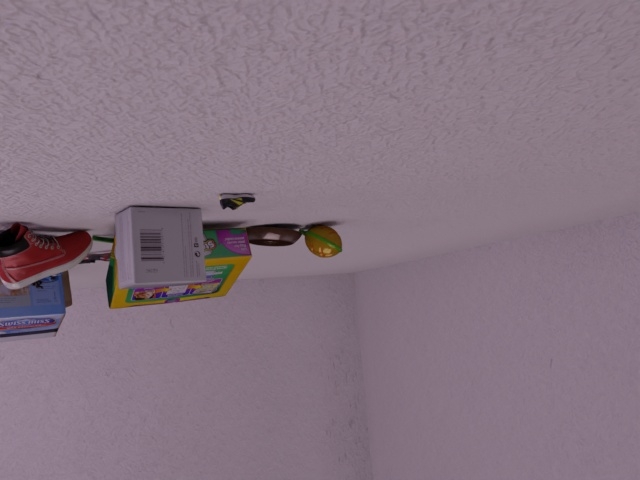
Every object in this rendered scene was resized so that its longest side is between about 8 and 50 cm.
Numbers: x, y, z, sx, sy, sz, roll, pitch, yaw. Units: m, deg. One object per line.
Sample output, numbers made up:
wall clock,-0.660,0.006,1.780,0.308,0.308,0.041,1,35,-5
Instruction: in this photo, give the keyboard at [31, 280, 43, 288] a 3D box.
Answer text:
keyboard,-0.908,0.082,1.767,0.202,0.033,0.317,34,165,-22

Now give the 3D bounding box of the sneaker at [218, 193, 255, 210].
sneaker,-0.185,-0.084,1.333,0.083,0.035,0.031,-2,173,-23

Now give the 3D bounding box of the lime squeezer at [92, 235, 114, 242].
lime squeezer,-0.493,0.002,1.741,0.311,0.058,0.110,-5,173,8

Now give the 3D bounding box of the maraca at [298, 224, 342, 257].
maraca,0.000,0.000,1.909,0.127,0.099,0.186,34,173,-27

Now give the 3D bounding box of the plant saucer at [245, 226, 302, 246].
plant saucer,-0.157,-0.008,1.883,0.199,0.036,0.198,2,171,0

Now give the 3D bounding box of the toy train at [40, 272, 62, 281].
toy train,-0.845,0.075,1.879,0.080,0.105,0.184,0,172,-35

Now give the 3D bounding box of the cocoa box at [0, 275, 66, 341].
cocoa box,-1.059,0.196,2.008,0.347,0.231,0.228,0,152,-34

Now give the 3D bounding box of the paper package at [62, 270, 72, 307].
paper package,-1.213,0.230,2.389,0.310,0.168,0.325,-8,-175,18

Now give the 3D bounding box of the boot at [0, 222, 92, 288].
boot,-0.692,0.004,1.515,0.244,0.088,0.176,-33,151,-38

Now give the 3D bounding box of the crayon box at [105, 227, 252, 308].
crayon box,-0.421,0.081,1.753,0.363,0.106,0.313,-4,155,-27

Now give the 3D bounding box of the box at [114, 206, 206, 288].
box,-0.381,0.019,1.433,0.182,0.180,0.119,0,172,-36

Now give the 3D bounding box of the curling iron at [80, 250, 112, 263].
curling iron,-0.728,0.055,2.088,0.274,0.035,0.068,-6,177,11
